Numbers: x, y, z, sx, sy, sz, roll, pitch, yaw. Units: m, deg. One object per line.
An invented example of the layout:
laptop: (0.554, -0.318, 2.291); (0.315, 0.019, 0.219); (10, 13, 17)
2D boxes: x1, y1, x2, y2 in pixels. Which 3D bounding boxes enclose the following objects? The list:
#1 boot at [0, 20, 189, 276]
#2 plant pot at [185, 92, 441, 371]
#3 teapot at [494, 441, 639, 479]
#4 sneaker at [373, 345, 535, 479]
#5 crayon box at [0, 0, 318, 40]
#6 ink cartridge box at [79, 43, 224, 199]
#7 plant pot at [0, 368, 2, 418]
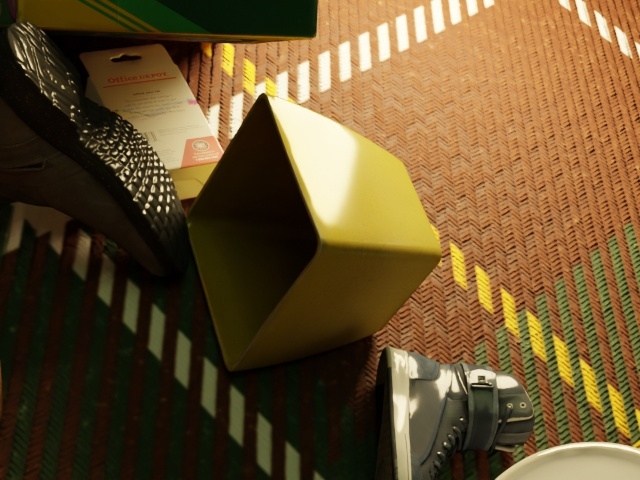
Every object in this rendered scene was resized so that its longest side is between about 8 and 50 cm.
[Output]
boot: (-0.302, -0.059, 1.200); (0.222, 0.338, 0.118); (-24, 35, 17)
plant pot: (0.000, 0.000, 1.235); (0.187, 0.212, 0.212); (6, 48, -33)
teapot: (0.252, 0.327, 1.055); (0.256, 0.187, 0.252); (-19, 35, -2)
sneaker: (0.138, 0.212, 1.168); (0.163, 0.086, 0.226); (12, 47, -7)
crayon box: (-0.210, -0.284, 1.317); (0.313, 0.106, 0.363); (-1, 9, -21)
ink cartridge box: (-0.205, -0.138, 1.359); (0.115, 0.067, 0.198); (-12, 57, -28)
plant pot: (-0.416, 0.087, 0.995); (0.291, 0.203, 0.291); (11, 47, -12)
